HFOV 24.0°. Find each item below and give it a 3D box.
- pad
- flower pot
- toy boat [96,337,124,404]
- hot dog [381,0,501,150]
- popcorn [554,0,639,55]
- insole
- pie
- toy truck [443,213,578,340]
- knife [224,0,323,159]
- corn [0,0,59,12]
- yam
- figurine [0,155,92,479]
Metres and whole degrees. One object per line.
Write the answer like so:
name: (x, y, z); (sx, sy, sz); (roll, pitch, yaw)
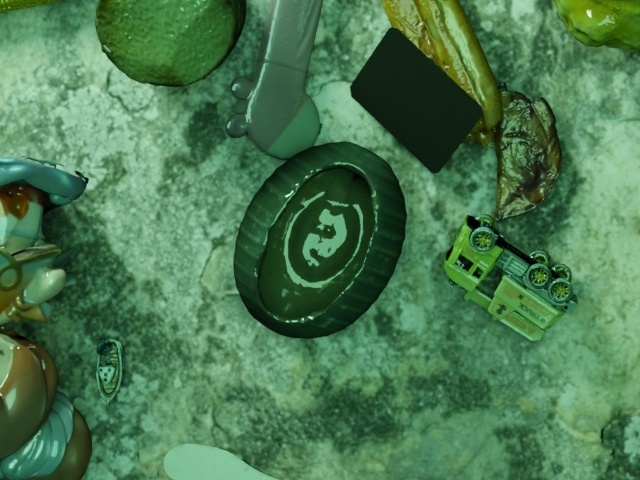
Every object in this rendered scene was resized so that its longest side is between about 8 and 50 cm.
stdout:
pad: (0.113, -0.168, 1.805); (0.157, 0.003, 0.112); (45, 124, 13)
flower pot: (0.000, 0.000, 1.782); (0.189, 0.157, 0.243); (31, 91, -1)
toy boat: (-0.261, 0.161, 1.854); (0.038, 0.038, 0.083); (0, 91, 2)
hot dog: (0.150, -0.221, 1.812); (0.102, 0.076, 0.249); (-23, 92, 35)
popcorn: (0.383, -0.336, 1.703); (0.279, 0.274, 0.335); (31, 93, 3)
insole: (-0.101, 0.302, 1.869); (0.197, 0.004, 0.065); (20, 92, 1)
pie: (0.248, -0.111, 1.830); (0.092, 0.034, 0.169); (-6, 85, -3)
toy truck: (0.225, 0.050, 1.820); (0.169, 0.077, 0.100); (33, 106, -3)
knife: (-0.028, -0.297, 1.821); (0.132, 0.038, 0.398); (12, 91, -33)
corn: (-0.364, -0.313, 1.827); (0.206, 0.067, 0.067); (-14, 91, 5)
yam: (-0.168, -0.259, 1.735); (0.161, 0.268, 0.161); (0, 102, 0)
figurine: (-0.401, 0.103, 1.775); (0.277, 0.248, 0.388); (6, 83, 4)
